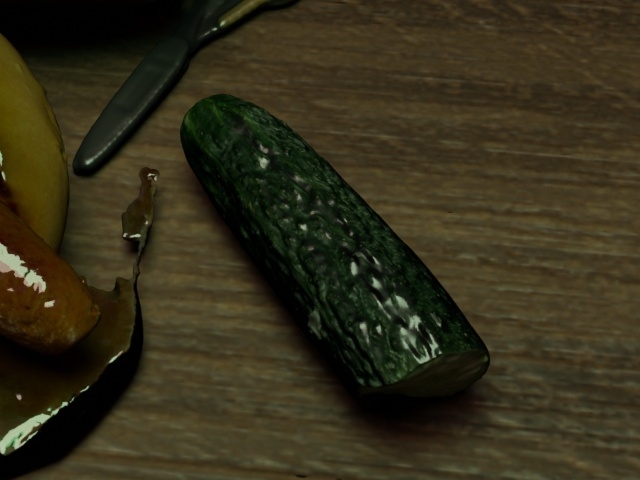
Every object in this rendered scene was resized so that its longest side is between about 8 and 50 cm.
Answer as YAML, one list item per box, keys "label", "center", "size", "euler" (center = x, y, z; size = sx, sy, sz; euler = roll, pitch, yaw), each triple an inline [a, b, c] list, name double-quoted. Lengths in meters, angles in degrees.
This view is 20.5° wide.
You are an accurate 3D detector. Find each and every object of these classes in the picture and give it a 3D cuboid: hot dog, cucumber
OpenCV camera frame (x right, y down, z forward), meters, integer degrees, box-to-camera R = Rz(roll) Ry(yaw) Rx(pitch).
- label: "hot dog"
  center: [-0.204, -0.044, 0.974]
  size: [0.194, 0.107, 0.326]
  euler: [-37, 59, -20]
- label: "cucumber"
  center: [-0.001, 0.000, 0.966]
  size: [0.074, 0.074, 0.241]
  euler: [-26, 54, -18]

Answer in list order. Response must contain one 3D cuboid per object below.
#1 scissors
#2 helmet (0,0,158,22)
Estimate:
- label: "scissors"
  center: [-0.089, -0.118, 1.097]
  size: [0.088, 0.017, 0.220]
  euler: [24, 57, 15]
- label: "helmet"
  center: [-0.189, -0.229, 1.059]
  size: [0.305, 0.225, 0.177]
  euler: [-3, 61, -9]
